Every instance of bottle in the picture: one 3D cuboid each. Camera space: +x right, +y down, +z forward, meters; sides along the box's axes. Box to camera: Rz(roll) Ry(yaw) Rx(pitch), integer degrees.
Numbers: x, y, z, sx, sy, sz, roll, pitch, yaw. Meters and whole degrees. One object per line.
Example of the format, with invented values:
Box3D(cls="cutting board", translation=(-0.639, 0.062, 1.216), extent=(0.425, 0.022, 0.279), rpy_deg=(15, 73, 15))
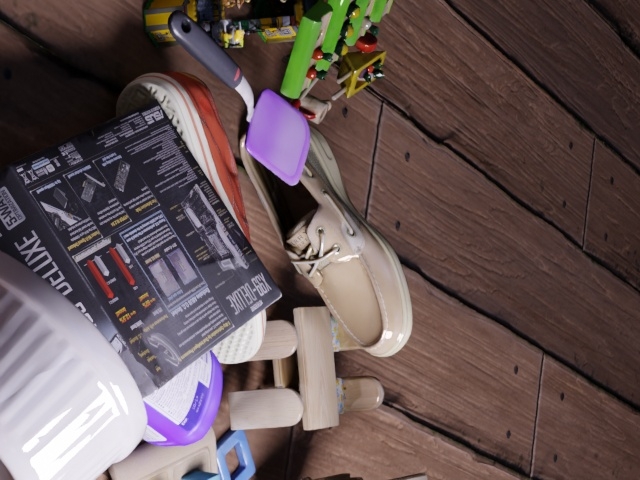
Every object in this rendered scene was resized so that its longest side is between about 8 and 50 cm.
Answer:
Box3D(cls="bottle", translation=(-0.204, 0.106, 1.930), extent=(0.283, 0.092, 0.118), rpy_deg=(44, 49, -49))

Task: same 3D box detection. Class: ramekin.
Box3D(cls="ramekin", translation=(-0.291, 0.128, 1.640), extent=(0.127, 0.273, 0.273), rpy_deg=(-51, 132, -29))

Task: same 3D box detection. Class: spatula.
Box3D(cls="spatula", translation=(-0.085, -0.159, 2.042), extent=(0.296, 0.030, 0.084), rpy_deg=(49, 52, -54))

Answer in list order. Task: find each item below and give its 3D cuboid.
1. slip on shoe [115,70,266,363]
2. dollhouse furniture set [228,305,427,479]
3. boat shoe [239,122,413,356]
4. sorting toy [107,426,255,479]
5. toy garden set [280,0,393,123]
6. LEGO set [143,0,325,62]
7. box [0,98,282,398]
Box3D(cls="slip on shoe", translation=(-0.122, -0.027, 2.054), extent=(0.101, 0.123, 0.331), rpy_deg=(-40, 117, -57))
Box3D(cls="dollhouse furniture set", translation=(0.019, 0.194, 2.195), extent=(0.212, 0.161, 0.242), rpy_deg=(1, 83, -63))
Box3D(cls="boat shoe", translation=(0.000, 0.000, 2.182), extent=(0.098, 0.109, 0.302), rpy_deg=(-6, 63, -49))
Box3D(cls="sorting toy", translation=(-0.150, 0.306, 2.055), extent=(0.347, 0.047, 0.196), rpy_deg=(-20, 106, -57))
Box3D(cls="toy garden set", translation=(0.033, -0.217, 2.217), extent=(0.244, 0.049, 0.204), rpy_deg=(-47, 162, -47))
Box3D(cls="LEGO set", translation=(-0.041, -0.321, 2.114), extent=(0.331, 0.192, 0.255), rpy_deg=(3, 87, -59))
Box3D(cls="box", translation=(-0.181, 0.010, 1.850), extent=(0.242, 0.076, 0.307), rpy_deg=(57, 26, -2))
